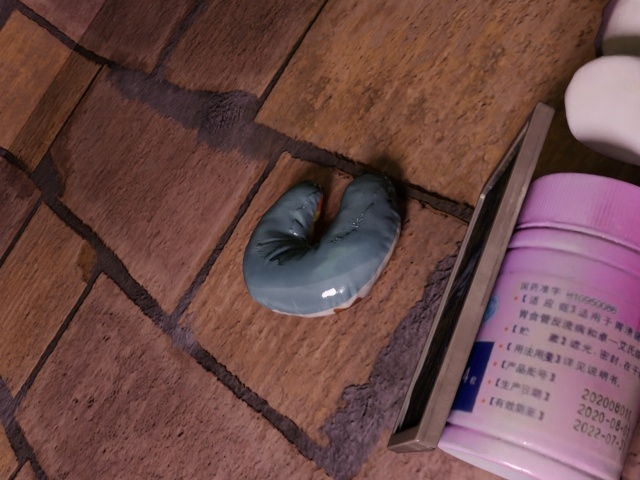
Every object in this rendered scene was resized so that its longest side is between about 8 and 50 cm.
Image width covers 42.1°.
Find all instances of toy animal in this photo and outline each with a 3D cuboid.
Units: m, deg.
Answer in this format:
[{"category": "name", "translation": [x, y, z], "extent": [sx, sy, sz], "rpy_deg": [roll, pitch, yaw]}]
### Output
[{"category": "toy animal", "translation": [0.361, -0.161, 0.715], "extent": [0.249, 0.174, 0.289], "rpy_deg": [-57, 36, 0]}]

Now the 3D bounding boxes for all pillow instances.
[{"category": "pillow", "translation": [0.000, 0.000, 1.066], "extent": [0.233, 0.086, 0.214], "rpy_deg": [-7, 54, 42]}]

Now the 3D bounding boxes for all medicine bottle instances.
[{"category": "medicine bottle", "translation": [0.211, 0.084, 0.719], "extent": [0.152, 0.152, 0.253], "rpy_deg": [5, 67, 49]}]

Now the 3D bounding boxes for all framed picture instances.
[{"category": "framed picture", "translation": [0.138, 0.050, 0.804], "extent": [0.240, 0.020, 0.324], "rpy_deg": [93, -162, -76]}]
